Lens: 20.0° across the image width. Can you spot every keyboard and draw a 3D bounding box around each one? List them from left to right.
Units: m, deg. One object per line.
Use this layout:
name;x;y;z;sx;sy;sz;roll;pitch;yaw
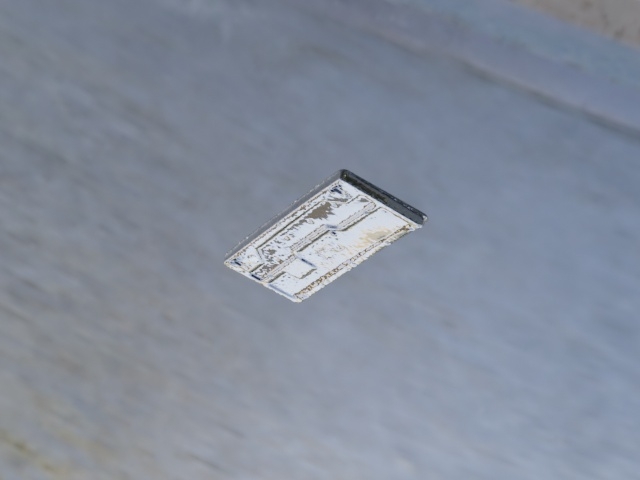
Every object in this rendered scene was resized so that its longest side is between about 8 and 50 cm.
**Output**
keyboard;0.000;0.000;0.924;0.053;0.010;0.155;30;153;-15
